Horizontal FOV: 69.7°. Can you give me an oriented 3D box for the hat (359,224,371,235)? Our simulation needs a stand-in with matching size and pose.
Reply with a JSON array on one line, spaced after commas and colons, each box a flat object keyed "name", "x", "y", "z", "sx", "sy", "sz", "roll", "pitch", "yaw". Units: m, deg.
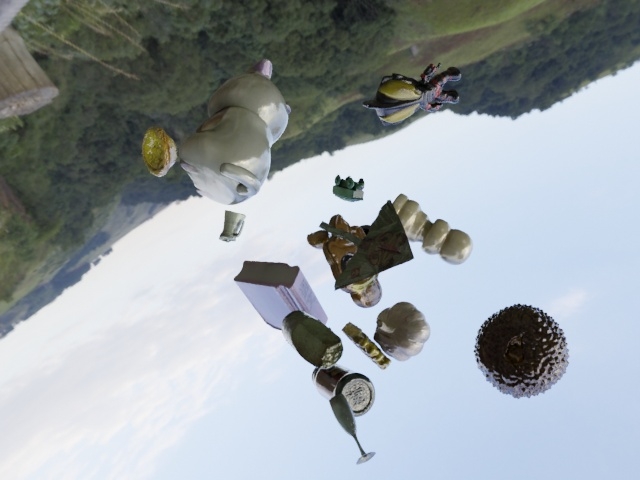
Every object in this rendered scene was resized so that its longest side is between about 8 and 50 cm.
[{"name": "hat", "x": 0.217, "y": -0.032, "z": 2.306, "sx": 0.121, "sy": 0.050, "sz": 0.121, "roll": 0, "pitch": -144, "yaw": 0}]

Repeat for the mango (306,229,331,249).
[{"name": "mango", "x": 0.000, "y": 0.000, "z": 1.471, "sx": 0.077, "sy": 0.063, "sz": 0.127, "roll": -16, "pitch": -171, "yaw": -12}]

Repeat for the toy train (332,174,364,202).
[{"name": "toy train", "x": 0.108, "y": -0.202, "z": 1.790, "sx": 0.070, "sy": 0.099, "sz": 0.172, "roll": 1, "pitch": -167, "yaw": -32}]

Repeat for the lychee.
[{"name": "lychee", "x": 0.585, "y": 0.317, "z": 1.333, "sx": 0.267, "sy": 0.267, "sz": 0.267, "roll": -31, "pitch": -163, "yaw": 10}]

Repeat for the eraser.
[{"name": "eraser", "x": -0.151, "y": 0.239, "z": 1.857, "sx": 0.272, "sy": 0.359, "sz": 0.122, "roll": 4, "pitch": -130, "yaw": 25}]

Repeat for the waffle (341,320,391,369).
[{"name": "waffle", "x": 0.191, "y": 0.416, "z": 1.750, "sx": 0.057, "sy": 0.219, "sz": 0.229, "roll": -45, "pitch": -172, "yaw": -8}]

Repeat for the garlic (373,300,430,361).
[{"name": "garlic", "x": 0.261, "y": 0.321, "z": 1.643, "sx": 0.219, "sy": 0.212, "sz": 0.218, "roll": -15, "pitch": -113, "yaw": 41}]

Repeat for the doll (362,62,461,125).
[{"name": "doll", "x": 0.229, "y": -0.363, "z": 1.143, "sx": 0.249, "sy": 0.127, "sz": 0.088, "roll": -12, "pitch": -170, "yaw": -11}]

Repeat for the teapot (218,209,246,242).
[{"name": "teapot", "x": -0.229, "y": -0.034, "z": 1.192, "sx": 0.067, "sy": 0.057, "sz": 0.083, "roll": 13, "pitch": -98, "yaw": 31}]

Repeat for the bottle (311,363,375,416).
[{"name": "bottle", "x": 0.062, "y": 0.527, "z": 1.670, "sx": 0.144, "sy": 0.144, "sz": 0.336, "roll": -40, "pitch": -170, "yaw": -20}]

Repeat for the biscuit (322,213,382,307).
[{"name": "biscuit", "x": 0.104, "y": 0.056, "z": 1.337, "sx": 0.041, "sy": 0.290, "sz": 0.208, "roll": -22, "pitch": -176, "yaw": 40}]

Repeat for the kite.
[{"name": "kite", "x": 0.082, "y": 0.004, "z": 0.930, "sx": 0.250, "sy": 0.012, "sz": 0.229, "roll": 20, "pitch": -112, "yaw": 43}]

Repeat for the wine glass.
[{"name": "wine glass", "x": 0.087, "y": 0.539, "z": 1.332, "sx": 0.066, "sy": 0.066, "sz": 0.198, "roll": -33, "pitch": -132, "yaw": 2}]

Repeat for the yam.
[{"name": "yam", "x": -0.029, "y": 0.249, "z": 1.187, "sx": 0.106, "sy": 0.106, "sz": 0.259, "roll": -38, "pitch": -168, "yaw": -14}]

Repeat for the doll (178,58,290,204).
[{"name": "doll", "x": -0.210, "y": -0.254, "z": 1.148, "sx": 0.226, "sy": 0.215, "sz": 0.370, "roll": -3, "pitch": -124, "yaw": 21}]

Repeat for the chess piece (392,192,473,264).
[{"name": "chess piece", "x": 0.361, "y": -0.024, "z": 1.529, "sx": 0.167, "sy": 0.300, "sz": 0.167, "roll": -54, "pitch": 163, "yaw": -25}]

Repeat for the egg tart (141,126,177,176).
[{"name": "egg tart", "x": -0.591, "y": -0.330, "z": 1.703, "sx": 0.074, "sy": 0.191, "sz": 0.191, "roll": -15, "pitch": 180, "yaw": -43}]
